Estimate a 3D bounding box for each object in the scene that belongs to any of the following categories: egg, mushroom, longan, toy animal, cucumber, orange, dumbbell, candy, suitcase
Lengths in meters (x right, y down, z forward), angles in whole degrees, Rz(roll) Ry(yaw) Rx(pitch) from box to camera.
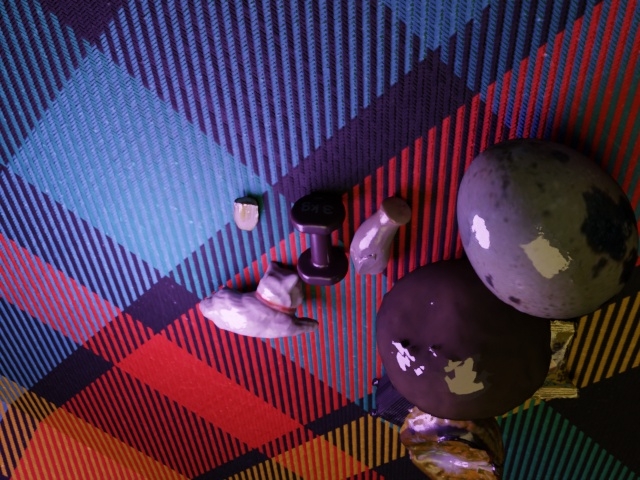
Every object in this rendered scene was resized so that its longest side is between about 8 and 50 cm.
[{"bbox_3d":[0.474,-0.030,1.463,0.345,0.345,0.428,-30,108,34],"label":"egg"},{"bbox_3d":[0.142,-0.005,1.735,0.108,0.096,0.247,35,132,15],"label":"mushroom"},{"bbox_3d":[0.349,0.248,1.712,0.435,0.404,0.404,0,133,14],"label":"longan"},{"bbox_3d":[-0.193,0.153,1.931,0.307,0.266,0.188,33,133,44],"label":"toy animal"},{"bbox_3d":[-0.194,-0.071,1.790,0.067,0.035,0.108,4,140,-6],"label":"cucumber"},{"bbox_3d":[0.375,0.548,1.919,0.270,0.211,0.369,-3,135,22],"label":"orange"},{"bbox_3d":[0.000,0.000,1.749,0.140,0.124,0.226,3,134,11],"label":"dumbbell"},{"bbox_3d":[0.643,0.343,1.958,0.187,0.081,0.298,-3,121,15],"label":"candy"},{"bbox_3d":[0.332,0.446,2.081,0.229,0.152,0.335,27,130,-16],"label":"suitcase"}]
